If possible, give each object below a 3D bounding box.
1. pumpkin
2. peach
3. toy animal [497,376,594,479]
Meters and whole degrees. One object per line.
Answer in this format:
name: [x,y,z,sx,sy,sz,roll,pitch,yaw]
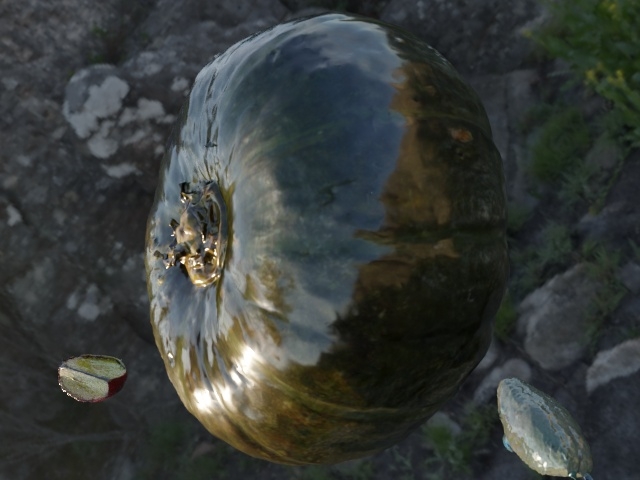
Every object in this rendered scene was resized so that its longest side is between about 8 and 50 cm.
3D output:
pumpkin: [0.000,0.000,0.417,0.223,0.157,0.224,5,96,60]
peach: [-0.306,0.187,1.105,0.077,0.083,0.050,41,122,53]
toy animal: [0.251,0.241,0.849,0.253,0.070,0.079,-111,14,-45]
